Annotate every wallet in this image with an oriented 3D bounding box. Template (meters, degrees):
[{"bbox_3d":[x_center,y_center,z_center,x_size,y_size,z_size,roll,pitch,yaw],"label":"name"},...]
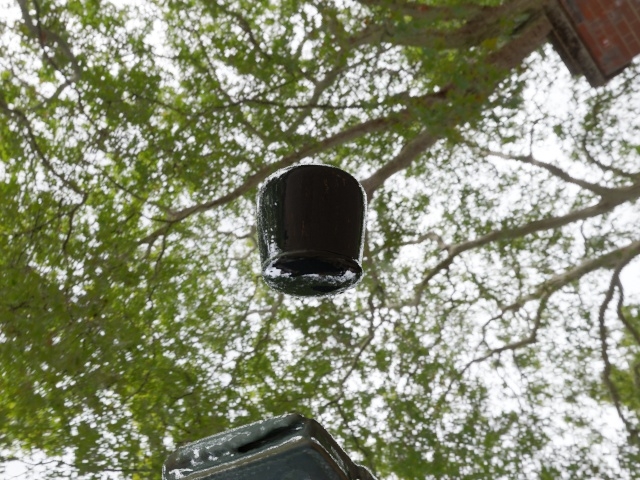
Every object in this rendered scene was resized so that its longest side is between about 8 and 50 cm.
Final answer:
[{"bbox_3d":[-0.012,0.379,0.743,0.360,0.252,0.083,53,-155,-24],"label":"wallet"}]

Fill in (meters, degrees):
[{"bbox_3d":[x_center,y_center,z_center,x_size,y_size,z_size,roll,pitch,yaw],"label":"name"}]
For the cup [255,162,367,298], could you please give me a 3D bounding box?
[{"bbox_3d":[0.000,0.000,0.848,0.223,0.169,0.176,44,-144,-50],"label":"cup"}]
